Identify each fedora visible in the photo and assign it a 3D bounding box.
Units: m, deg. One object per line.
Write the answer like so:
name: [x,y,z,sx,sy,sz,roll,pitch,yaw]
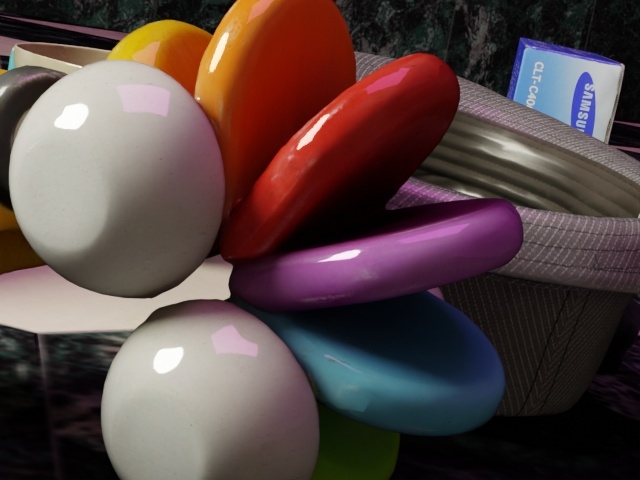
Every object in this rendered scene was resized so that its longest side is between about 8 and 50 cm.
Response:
fedora: [0.051,0.001,0.668,0.244,0.124,0.275,0,23,-38]

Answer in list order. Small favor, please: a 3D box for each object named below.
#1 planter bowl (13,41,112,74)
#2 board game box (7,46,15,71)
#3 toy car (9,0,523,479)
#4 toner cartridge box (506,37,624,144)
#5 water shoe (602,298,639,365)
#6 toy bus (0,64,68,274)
planter bowl: [-0.115,-0.055,0.841,0.162,0.109,0.162,10,11,-2]
board game box: [-0.069,-0.088,1.146,0.336,0.079,0.254,20,14,42]
toy car: [0.000,0.000,0.455,0.136,0.182,0.159,-20,1,31]
toner cartridge box: [0.183,-0.079,1.122,0.075,0.165,0.348,12,11,6]
water shoe: [0.123,0.026,0.820,0.080,0.073,0.203,30,8,-20]
toy bus: [-0.214,-0.006,0.424,0.108,0.130,0.333,18,13,40]
